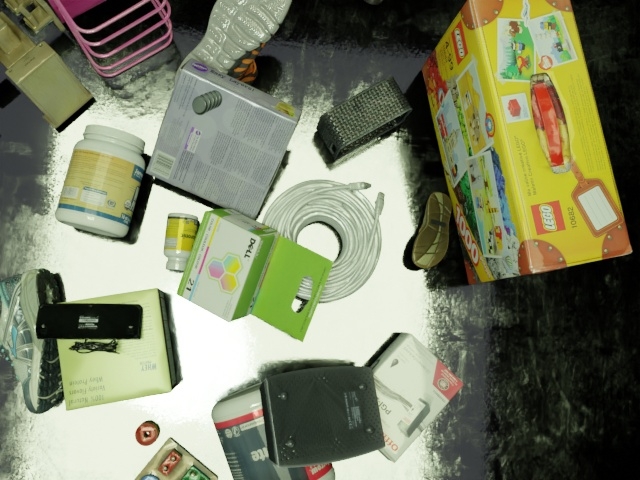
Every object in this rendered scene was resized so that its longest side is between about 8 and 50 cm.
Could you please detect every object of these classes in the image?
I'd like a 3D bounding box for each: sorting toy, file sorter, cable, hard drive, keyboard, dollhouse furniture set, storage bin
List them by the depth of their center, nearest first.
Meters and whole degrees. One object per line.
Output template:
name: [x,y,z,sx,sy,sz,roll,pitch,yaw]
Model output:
hard drive: [0.003,0.324,1.347,0.254,0.054,0.172,2,71,-39]
keyboard: [-0.429,0.167,1.350,0.191,0.038,0.100,1,59,-5]
file sorter: [-0.413,-0.468,1.432,0.202,0.290,0.182,-32,90,-9]
sorting toy: [-0.289,0.496,1.450,0.274,0.046,0.132,40,81,0]
dollhouse furniture set: [-0.610,-0.372,1.498,0.212,0.161,0.242,-44,67,-9]
cable: [0.000,0.000,1.518,0.257,0.089,0.257,5,83,-4]
storage bin: [0.090,-0.258,1.540,0.180,0.122,0.084,-29,87,-8]

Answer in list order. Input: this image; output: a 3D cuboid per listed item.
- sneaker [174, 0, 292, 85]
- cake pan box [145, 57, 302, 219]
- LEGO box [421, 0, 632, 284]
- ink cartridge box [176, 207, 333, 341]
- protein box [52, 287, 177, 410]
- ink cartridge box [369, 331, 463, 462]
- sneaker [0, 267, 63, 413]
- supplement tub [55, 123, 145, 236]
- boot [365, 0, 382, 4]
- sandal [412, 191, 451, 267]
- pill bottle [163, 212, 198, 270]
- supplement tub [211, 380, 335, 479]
sneaker: [-0.162,-0.409,1.489,0.321,0.180,0.125,-42,89,19]
cake pan box: [-0.197,-0.191,1.452,0.245,0.070,0.267,24,123,-5]
LEGO box: [0.381,-0.182,1.435,0.193,0.372,0.501,-11,84,-7]
ink cartridge box: [-0.128,0.072,1.423,0.255,0.097,0.189,25,104,19]
protein box: [-0.398,0.210,1.427,0.199,0.136,0.201,-9,84,-8]
ink cartridge box: [0.159,0.319,1.494,0.158,0.092,0.218,44,83,1]
sneaker: [-0.579,0.202,1.441,0.122,0.110,0.283,-8,81,11]
supplement tub: [-0.436,-0.118,1.458,0.144,0.144,0.200,14,82,-4]
boot: [0.059,-0.630,1.500,0.264,0.280,0.096,45,81,1]
sandal: [0.240,-0.019,1.568,0.072,0.049,0.180,19,67,-9]
pill bottle: [-0.289,0.004,1.499,0.065,0.065,0.116,6,83,-5]
supplement tub: [-0.084,0.415,1.407,0.191,0.191,0.272,-20,86,-8]
